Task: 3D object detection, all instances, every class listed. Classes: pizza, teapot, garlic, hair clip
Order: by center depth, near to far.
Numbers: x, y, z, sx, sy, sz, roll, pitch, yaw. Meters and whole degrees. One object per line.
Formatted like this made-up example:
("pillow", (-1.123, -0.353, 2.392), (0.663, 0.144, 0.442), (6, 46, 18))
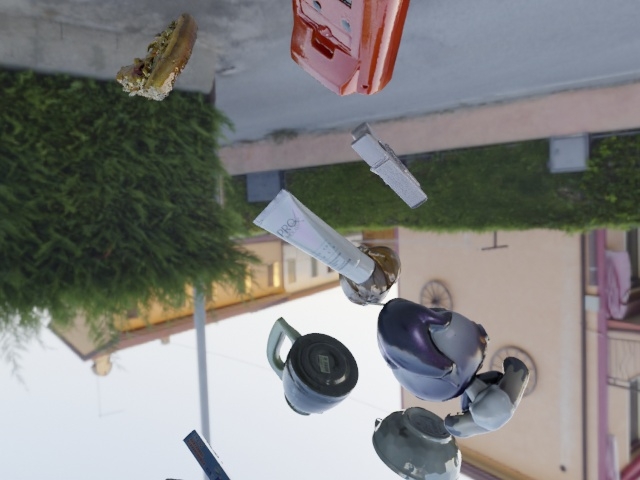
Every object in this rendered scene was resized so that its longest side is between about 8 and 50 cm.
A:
("pizza", (-0.416, -0.476, 1.198), (0.287, 0.251, 0.074), (22, 166, 44))
("garlic", (0.129, 0.100, 1.355), (0.206, 0.207, 0.257), (-2, -169, -1))
("hair clip", (0.217, -0.233, 1.493), (0.085, 0.101, 0.330), (-32, 126, 29))
("teapot", (-0.060, 0.444, 1.543), (0.321, 0.240, 0.240), (28, -145, -2))

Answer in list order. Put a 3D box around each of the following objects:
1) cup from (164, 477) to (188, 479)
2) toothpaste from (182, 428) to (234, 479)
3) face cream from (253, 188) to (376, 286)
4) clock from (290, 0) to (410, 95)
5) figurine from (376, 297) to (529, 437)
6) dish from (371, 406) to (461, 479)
("cup", (-0.357, 0.659, 1.192), (0.099, 0.074, 0.102), (26, 170, -26))
("toothpaste", (-0.307, 0.681, 1.373), (0.272, 0.053, 0.066), (40, 161, 30))
("face cream", (0.000, 0.000, 0.867), (0.243, 0.092, 0.058), (34, -151, -23))
("clock", (0.015, -0.202, 0.399), (0.061, 0.113, 0.155), (-45, 168, -14))
("figurine", (0.164, 0.169, 0.638), (0.222, 0.145, 0.145), (41, -175, 2))
("dish", (0.297, 0.584, 1.381), (0.302, 0.120, 0.303), (17, -167, -4))
